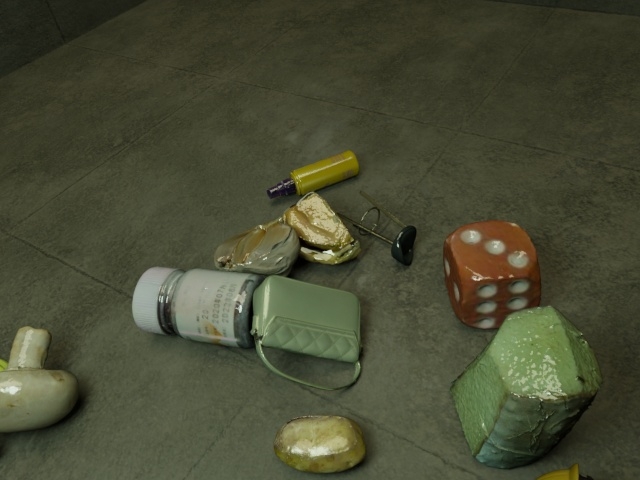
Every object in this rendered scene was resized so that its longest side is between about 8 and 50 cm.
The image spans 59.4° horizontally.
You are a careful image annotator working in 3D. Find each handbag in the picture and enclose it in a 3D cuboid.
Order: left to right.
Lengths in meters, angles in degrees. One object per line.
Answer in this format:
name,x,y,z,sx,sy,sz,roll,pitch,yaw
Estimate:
handbag,-0.025,0.195,1.149,0.256,0.079,0.219,16,55,-25

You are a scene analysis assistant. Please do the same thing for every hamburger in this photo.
hamburger,0.000,0.000,1.408,0.155,0.135,0.207,-43,65,-12

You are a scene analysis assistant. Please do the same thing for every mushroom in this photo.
mushroom,-0.589,0.288,1.124,0.206,0.206,0.209,17,86,26

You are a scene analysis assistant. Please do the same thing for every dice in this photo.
dice,0.363,0.076,1.207,0.173,0.175,0.179,-5,47,4

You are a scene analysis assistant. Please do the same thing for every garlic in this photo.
garlic,-0.147,0.049,1.345,0.229,0.143,0.178,1,37,38

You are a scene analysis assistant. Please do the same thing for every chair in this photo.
chair,0.154,-0.034,1.401,0.221,0.104,0.095,38,100,32

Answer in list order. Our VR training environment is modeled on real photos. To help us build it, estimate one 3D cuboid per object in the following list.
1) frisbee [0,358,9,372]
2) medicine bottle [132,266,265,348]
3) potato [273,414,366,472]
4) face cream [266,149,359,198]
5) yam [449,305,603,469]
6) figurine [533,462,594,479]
frisbee,-0.783,0.356,1.226,0.235,0.017,0.236,-5,44,5
medicine bottle,-0.260,0.145,1.250,0.273,0.165,0.165,4,44,16
potato,-0.002,0.371,1.024,0.170,0.080,0.107,-8,44,8
face cream,-0.024,-0.180,1.616,0.273,0.078,0.078,-22,44,-13
yam,0.351,0.249,0.959,0.201,0.271,0.203,-10,49,-3
figurine,0.410,0.445,0.820,0.256,0.167,0.192,23,43,0
